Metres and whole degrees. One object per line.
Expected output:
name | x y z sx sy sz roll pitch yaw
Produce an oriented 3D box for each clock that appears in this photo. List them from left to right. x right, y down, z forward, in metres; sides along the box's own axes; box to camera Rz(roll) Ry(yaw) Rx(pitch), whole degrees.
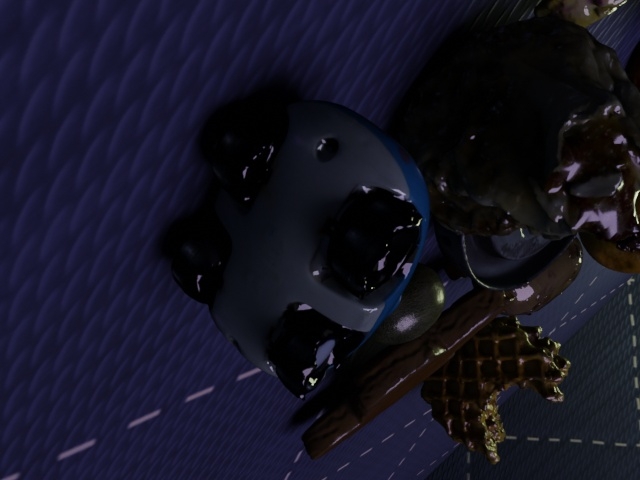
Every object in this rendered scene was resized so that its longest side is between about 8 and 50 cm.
clock | 0.284 -0.084 0.879 0.318 0.066 0.319 -22 128 -31

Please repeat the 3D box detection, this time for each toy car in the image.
toy car | 0.000 0.000 0.581 0.190 0.188 0.255 -21 143 -51

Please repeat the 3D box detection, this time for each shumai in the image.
shumai | 0.222 -0.104 0.641 0.256 0.218 0.189 -44 123 2

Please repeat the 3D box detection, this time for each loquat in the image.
loquat | 0.678 -0.039 1.388 0.244 0.244 0.244 -33 150 -22

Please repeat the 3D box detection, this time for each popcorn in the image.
popcorn | 0.285 -0.280 0.693 0.109 0.089 0.097 -59 -174 43

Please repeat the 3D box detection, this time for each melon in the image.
melon | 0.109 0.090 0.924 0.167 0.114 0.114 -24 146 -39

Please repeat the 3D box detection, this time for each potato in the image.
potato | 0.384 0.054 1.204 0.262 0.165 0.165 -22 145 -32

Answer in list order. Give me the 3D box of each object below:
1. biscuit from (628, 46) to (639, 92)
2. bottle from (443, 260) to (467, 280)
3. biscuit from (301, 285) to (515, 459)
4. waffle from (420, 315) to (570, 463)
biscuit | 0.593 -0.331 1.073 0.192 0.049 0.192 -27 149 -18
bottle | 0.296 0.010 1.089 0.187 0.069 0.069 -33 157 20
biscuit | 0.132 0.227 1.119 0.368 0.076 0.394 -28 160 -26
waffle | 0.392 0.323 1.464 0.324 0.261 0.151 -52 159 20
